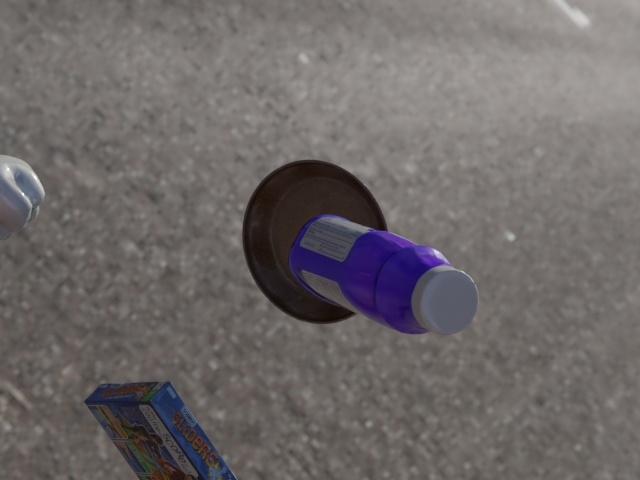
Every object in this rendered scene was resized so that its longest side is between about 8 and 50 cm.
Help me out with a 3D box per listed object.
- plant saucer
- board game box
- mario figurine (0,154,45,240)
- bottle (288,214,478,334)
[{"bbox_3d":[0.000,0.000,1.858,0.199,0.198,0.036,51,28,12],"label":"plant saucer"},{"bbox_3d":[-0.167,0.247,1.756,0.035,0.136,0.201,-46,115,-34],"label":"board game box"},{"bbox_3d":[-0.233,0.056,0.807,0.320,0.170,0.198,-120,-150,-85],"label":"mario figurine"},{"bbox_3d":[0.068,0.040,1.642,0.118,0.092,0.283,32,-6,-25],"label":"bottle"}]
